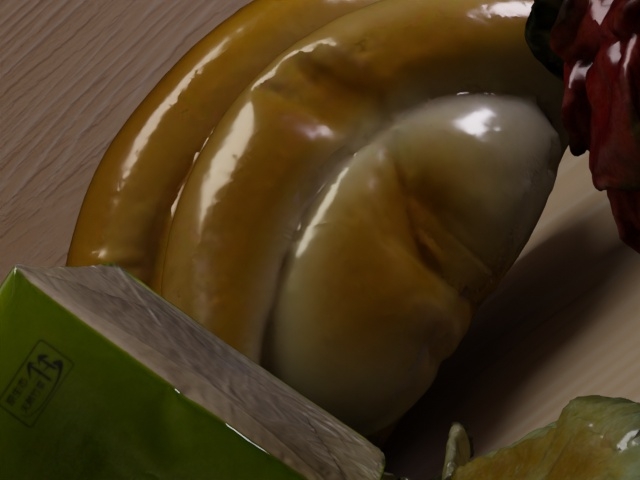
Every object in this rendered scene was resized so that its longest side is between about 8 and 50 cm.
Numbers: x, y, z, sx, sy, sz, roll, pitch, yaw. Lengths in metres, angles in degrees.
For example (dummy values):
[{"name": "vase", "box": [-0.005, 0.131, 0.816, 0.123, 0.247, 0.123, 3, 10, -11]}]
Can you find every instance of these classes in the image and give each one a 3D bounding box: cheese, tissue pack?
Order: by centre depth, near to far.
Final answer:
[{"name": "tissue pack", "box": [-0.126, 0.177, 0.610, 0.275, 0.200, 0.167, -56, -6, 4]}, {"name": "cheese", "box": [0.059, 0.152, 0.720, 0.084, 0.041, 0.060, -34, 19, 25]}]

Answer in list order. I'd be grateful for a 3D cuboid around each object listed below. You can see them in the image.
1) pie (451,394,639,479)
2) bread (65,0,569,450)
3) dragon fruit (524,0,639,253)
[{"name": "pie", "box": [0.060, 0.189, 0.491, 0.306, 0.071, 0.306, -42, 9, 8]}, {"name": "bread", "box": [0.021, 0.015, 0.841, 0.245, 0.329, 0.424, 19, 67, 46]}, {"name": "dragon fruit", "box": [0.225, -0.059, 0.492, 0.244, 0.244, 0.299, -42, 51, -3]}]
